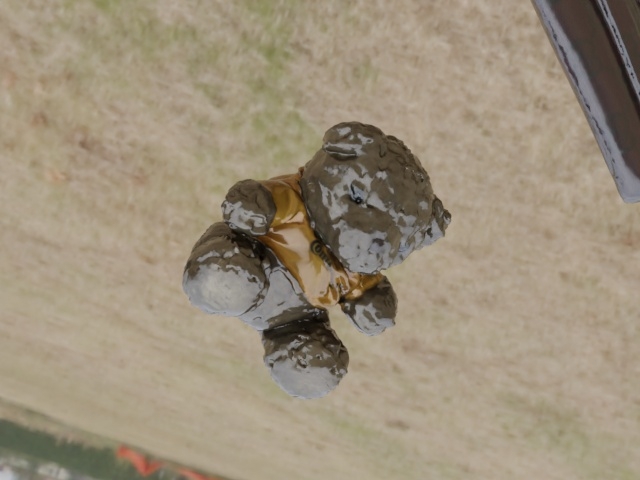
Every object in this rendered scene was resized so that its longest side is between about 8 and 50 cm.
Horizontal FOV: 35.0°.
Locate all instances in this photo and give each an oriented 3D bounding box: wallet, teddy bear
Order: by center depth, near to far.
[{"bbox_3d":[0.000,0.000,0.757,0.190,0.140,0.177,-36,124,14],"label":"teddy bear"},{"bbox_3d":[0.247,-0.158,0.802,0.049,0.182,0.229,-21,96,51],"label":"wallet"}]
